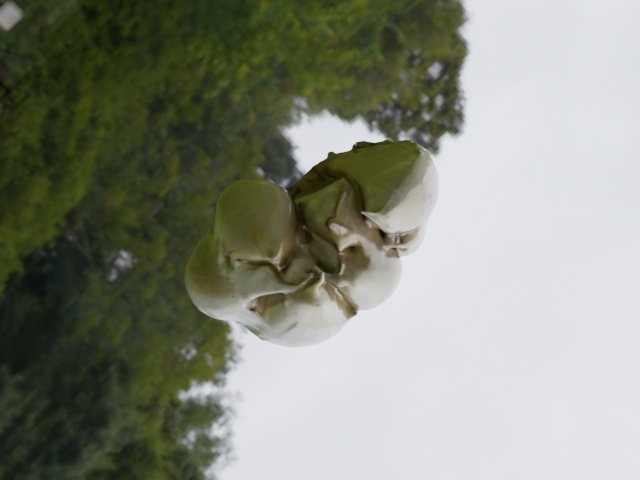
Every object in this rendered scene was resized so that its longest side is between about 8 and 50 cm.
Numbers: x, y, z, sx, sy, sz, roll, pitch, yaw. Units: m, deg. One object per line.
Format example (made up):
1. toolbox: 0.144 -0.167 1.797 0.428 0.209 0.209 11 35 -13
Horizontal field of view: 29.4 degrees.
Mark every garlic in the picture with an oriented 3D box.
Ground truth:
1. garlic: -0.002 0.016 1.267 0.281 0.185 0.203 -14 -161 -8
